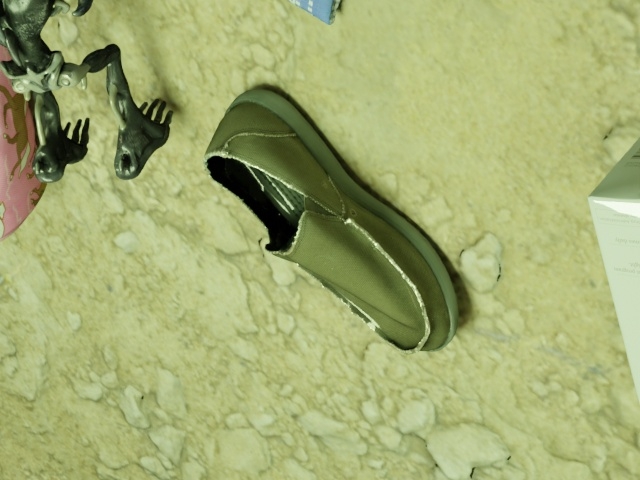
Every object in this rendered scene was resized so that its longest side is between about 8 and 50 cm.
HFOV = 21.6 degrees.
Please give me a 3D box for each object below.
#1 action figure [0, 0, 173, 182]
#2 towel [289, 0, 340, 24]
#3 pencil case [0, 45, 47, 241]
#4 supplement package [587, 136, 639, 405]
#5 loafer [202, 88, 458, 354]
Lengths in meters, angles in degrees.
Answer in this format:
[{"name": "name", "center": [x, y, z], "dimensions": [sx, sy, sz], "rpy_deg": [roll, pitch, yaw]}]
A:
[{"name": "action figure", "center": [-0.216, -0.169, 1.271], "dimensions": [0.164, 0.141, 0.275], "rpy_deg": [-12, 137, 9]}, {"name": "towel", "center": [-0.114, -0.314, 1.162], "dimensions": [0.336, 0.040, 0.243], "rpy_deg": [32, 143, 17]}, {"name": "pencil case", "center": [-0.341, -0.166, 1.394], "dimensions": [0.167, 0.160, 0.386], "rpy_deg": [7, 129, 20]}, {"name": "supplement package", "center": [0.277, 0.047, 1.043], "dimensions": [0.134, 0.139, 0.244], "rpy_deg": [4, 123, 38]}, {"name": "loafer", "center": [0.000, 0.000, 1.289], "dimensions": [0.251, 0.087, 0.094], "rpy_deg": [46, 140, 2]}]
